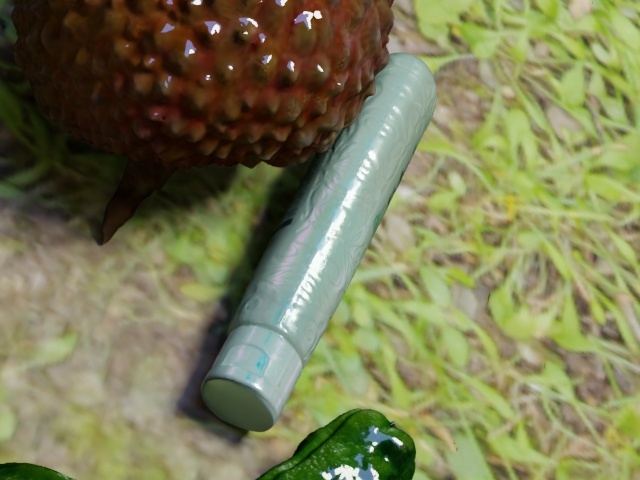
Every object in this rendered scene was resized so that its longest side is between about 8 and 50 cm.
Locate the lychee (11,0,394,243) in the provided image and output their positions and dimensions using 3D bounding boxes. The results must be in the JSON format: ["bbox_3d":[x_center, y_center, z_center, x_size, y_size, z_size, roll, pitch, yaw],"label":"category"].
[{"bbox_3d":[-0.050,-0.091,0.851,0.165,0.197,0.165,13,14,-3],"label":"lychee"}]

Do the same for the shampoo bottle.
[{"bbox_3d":[0.000,0.000,0.879,0.041,0.069,0.191,31,53,-5],"label":"shampoo bottle"}]

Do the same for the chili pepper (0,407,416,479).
[{"bbox_3d":[-0.042,0.109,0.784,0.182,0.050,0.073,-3,68,-30],"label":"chili pepper"}]
